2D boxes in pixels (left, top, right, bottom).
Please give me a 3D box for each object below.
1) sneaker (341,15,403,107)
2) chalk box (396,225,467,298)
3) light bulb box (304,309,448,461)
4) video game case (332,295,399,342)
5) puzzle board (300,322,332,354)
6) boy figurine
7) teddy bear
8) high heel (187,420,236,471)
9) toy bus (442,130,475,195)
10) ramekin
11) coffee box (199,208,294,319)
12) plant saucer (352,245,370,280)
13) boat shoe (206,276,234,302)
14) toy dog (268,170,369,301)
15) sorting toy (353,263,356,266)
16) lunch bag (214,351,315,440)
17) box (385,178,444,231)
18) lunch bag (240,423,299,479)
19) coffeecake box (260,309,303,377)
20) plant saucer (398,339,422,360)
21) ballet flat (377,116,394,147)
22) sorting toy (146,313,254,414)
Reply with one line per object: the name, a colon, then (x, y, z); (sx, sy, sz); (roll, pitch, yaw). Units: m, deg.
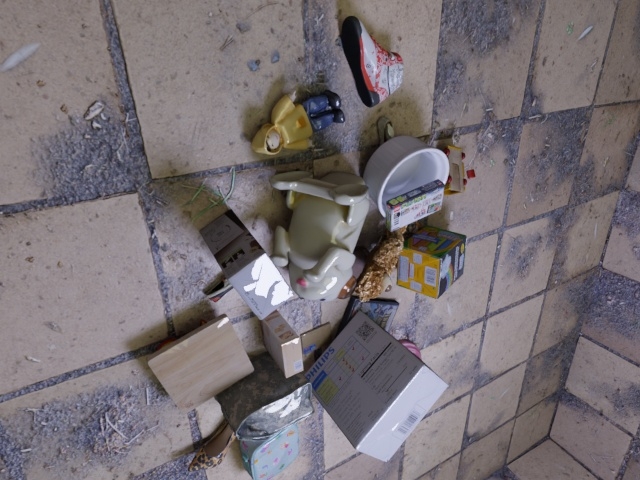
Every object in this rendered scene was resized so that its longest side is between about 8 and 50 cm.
sneaker: (0.160, -0.547, 1.275); (0.145, 0.090, 0.270); (-36, 130, -15)
chalk box: (0.444, 0.064, 1.667); (0.288, 0.179, 0.181); (-30, 126, -43)
light bulb box: (0.190, 0.518, 1.579); (0.358, 0.361, 0.225); (-49, 130, -3)
video game case: (0.178, 0.361, 1.750); (0.248, 0.035, 0.275); (11, 106, -36)
puzzle board: (-0.015, 0.374, 1.648); (0.128, 0.011, 0.097); (-19, 122, -24)
boy figurine: (-0.073, -0.334, 1.225); (0.285, 0.092, 0.177); (-30, 128, -21)
teddy bear: (0.227, 0.066, 1.498); (0.113, 0.338, 0.245); (32, 126, -1)
high heel: (-0.353, 0.682, 1.515); (0.261, 0.093, 0.186); (-22, 130, -42)
toy bus: (0.465, -0.264, 1.593); (0.191, 0.104, 0.202); (51, 59, -18)
ramekin: (0.276, -0.213, 1.441); (0.277, 0.135, 0.277); (-20, 137, -20)
coffee box: (-0.209, 0.056, 1.188); (0.118, 0.297, 0.168); (-36, 128, -9)
plant saucer: (0.118, 0.098, 1.571); (0.168, 0.029, 0.169); (-12, 110, -34)
boat shoe: (-0.293, 0.134, 1.333); (0.137, 0.049, 0.043); (-44, 126, -1)
toy dog: (0.000, 0.000, 1.348); (0.395, 0.284, 0.409); (-41, 141, -64)
sorting toy: (0.117, 0.100, 1.601); (0.062, 0.012, 0.083); (-49, 128, -4)
lunch bag: (-0.197, 0.526, 1.458); (0.286, 0.235, 0.169); (-19, 119, -24)
box: (0.311, -0.116, 1.424); (0.206, 0.036, 0.114); (-23, 138, -16)
lunch bag: (-0.196, 0.784, 1.639); (0.223, 0.107, 0.279); (-23, 131, -30)
coffeecake box: (-0.133, 0.339, 1.443); (0.068, 0.185, 0.143); (-18, 121, -24)
plant saucer: (0.339, 0.612, 1.943); (0.331, 0.084, 0.333); (-15, 119, -27)
ballet flat: (0.226, -0.329, 1.441); (0.057, 0.052, 0.168); (-32, 126, -17)
sorting toy: (-0.377, 0.373, 1.364); (0.257, 0.089, 0.256); (-29, 124, -18)
